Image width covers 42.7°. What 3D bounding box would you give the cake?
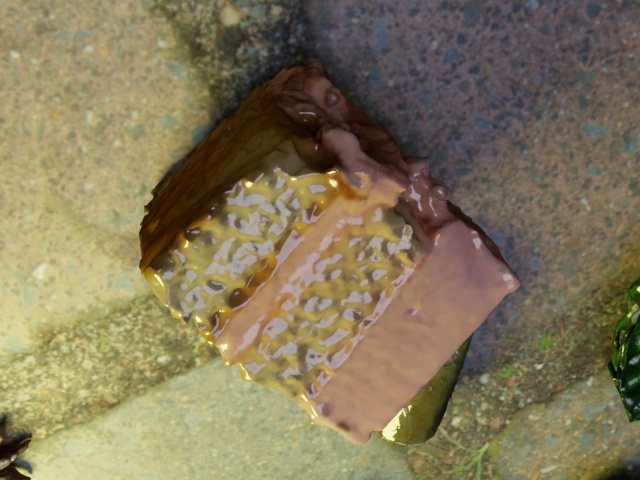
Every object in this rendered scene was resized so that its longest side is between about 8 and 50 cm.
[{"bbox_3d":[0.000,0.000,0.885,0.307,0.314,0.293,40,102,-19],"label":"cake"}]

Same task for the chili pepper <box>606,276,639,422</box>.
[{"bbox_3d":[0.521,0.082,1.072,0.213,0.167,0.385,46,115,-7],"label":"chili pepper"}]

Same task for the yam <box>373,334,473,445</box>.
[{"bbox_3d":[0.140,0.145,1.082,0.106,0.106,0.259,8,114,-11],"label":"yam"}]

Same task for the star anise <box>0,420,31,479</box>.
[{"bbox_3d":[-0.457,0.298,1.106,0.141,0.042,0.141,-3,114,-7],"label":"star anise"}]
